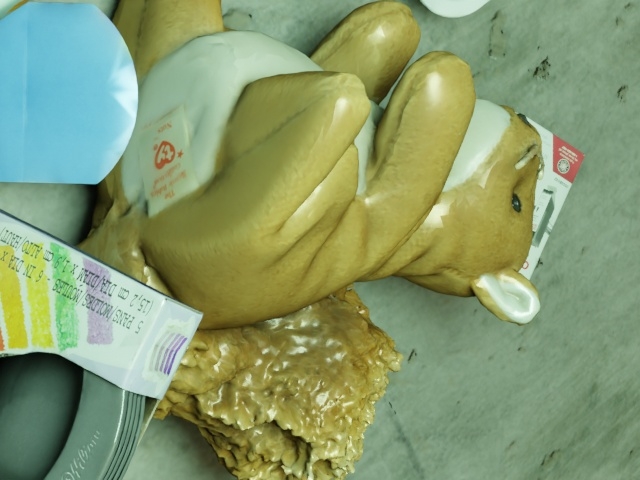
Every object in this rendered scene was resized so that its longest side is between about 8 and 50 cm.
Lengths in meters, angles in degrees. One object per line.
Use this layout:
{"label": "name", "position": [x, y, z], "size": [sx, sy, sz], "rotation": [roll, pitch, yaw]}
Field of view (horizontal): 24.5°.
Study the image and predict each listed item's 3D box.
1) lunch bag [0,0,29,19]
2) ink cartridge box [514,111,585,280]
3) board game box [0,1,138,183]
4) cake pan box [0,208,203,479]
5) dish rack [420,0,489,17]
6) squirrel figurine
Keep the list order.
{"label": "lunch bag", "position": [-0.302, -0.225, 0.972], "size": [0.279, 0.108, 0.224], "rotation": [-37, 99, -22]}
{"label": "ink cartridge box", "position": [0.174, -0.042, 1.377], "size": [0.099, 0.056, 0.135], "rotation": [26, 86, -35]}
{"label": "board game box", "position": [-0.218, -0.110, 1.099], "size": [0.168, 0.033, 0.133], "rotation": [1, 93, 2]}
{"label": "cake pan box", "position": [-0.240, 0.107, 1.029], "size": [0.246, 0.267, 0.070], "rotation": [-63, 155, -2]}
{"label": "dish rack", "position": [0.146, -0.385, 1.272], "size": [0.333, 0.072, 0.285], "rotation": [-39, 120, -20]}
{"label": "squirrel figurine", "position": [0.000, 0.000, 1.192], "size": [0.370, 0.281, 0.397], "rotation": [15, 107, -44]}
